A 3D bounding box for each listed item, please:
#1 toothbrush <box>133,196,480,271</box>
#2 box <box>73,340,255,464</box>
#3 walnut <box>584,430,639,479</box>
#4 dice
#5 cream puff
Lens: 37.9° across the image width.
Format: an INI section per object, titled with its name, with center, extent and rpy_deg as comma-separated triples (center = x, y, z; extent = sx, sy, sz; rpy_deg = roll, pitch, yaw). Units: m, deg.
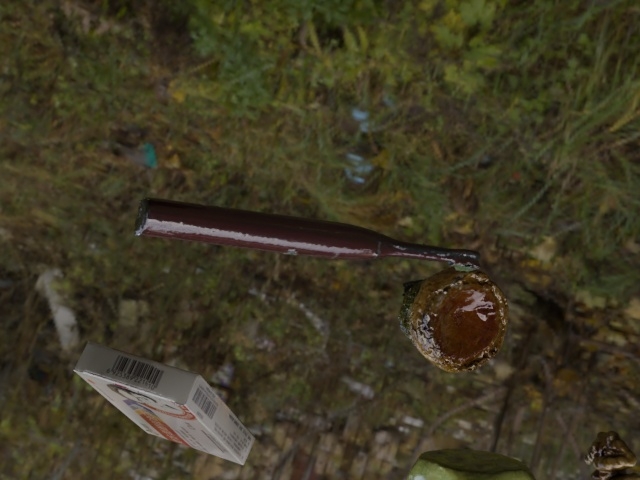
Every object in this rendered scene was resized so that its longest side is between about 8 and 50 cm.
[toothbrush]
center = 0.000, -0.001, 0.909
extent = 0.364, 0.040, 0.041
rpy_deg = 7, 168, -24
[box]
center = -0.263, 0.293, 1.642
extent = 0.214, 0.069, 0.353
rpy_deg = 13, 154, 20
[walnut]
center = 0.500, 0.400, 1.595
extent = 0.069, 0.143, 0.170
rpy_deg = -16, 167, -1
[dice]
center = 0.243, 0.434, 1.497
extent = 0.166, 0.169, 0.169
rpy_deg = 4, 179, -35
[cream puff]
center = 0.207, 0.122, 1.599
extent = 0.183, 0.183, 0.169
rpy_deg = 27, 177, -26
